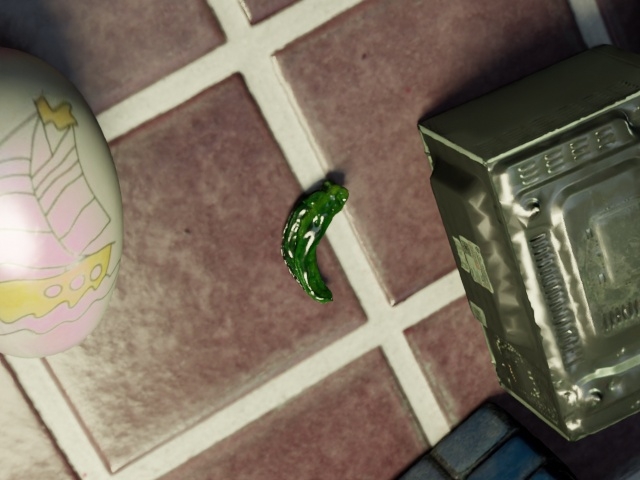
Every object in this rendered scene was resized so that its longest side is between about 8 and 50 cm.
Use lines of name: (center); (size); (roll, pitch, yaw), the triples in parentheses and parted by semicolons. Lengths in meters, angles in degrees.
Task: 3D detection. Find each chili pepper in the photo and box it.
chili pepper: (-0.008, 0.001, 1.582); (0.055, 0.035, 0.118); (7, 100, -4)

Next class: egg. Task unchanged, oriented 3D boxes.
egg: (-0.257, -0.026, 1.397); (0.196, 0.196, 0.271); (-17, 109, -14)

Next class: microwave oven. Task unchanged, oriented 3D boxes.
microwave oven: (0.252, 0.002, 1.594); (0.237, 0.181, 0.295); (-24, 113, -12)

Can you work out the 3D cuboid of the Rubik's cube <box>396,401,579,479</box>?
Rubik's cube: (0.189, 0.420, 1.613); (0.344, 0.337, 0.344); (-43, 114, -2)
